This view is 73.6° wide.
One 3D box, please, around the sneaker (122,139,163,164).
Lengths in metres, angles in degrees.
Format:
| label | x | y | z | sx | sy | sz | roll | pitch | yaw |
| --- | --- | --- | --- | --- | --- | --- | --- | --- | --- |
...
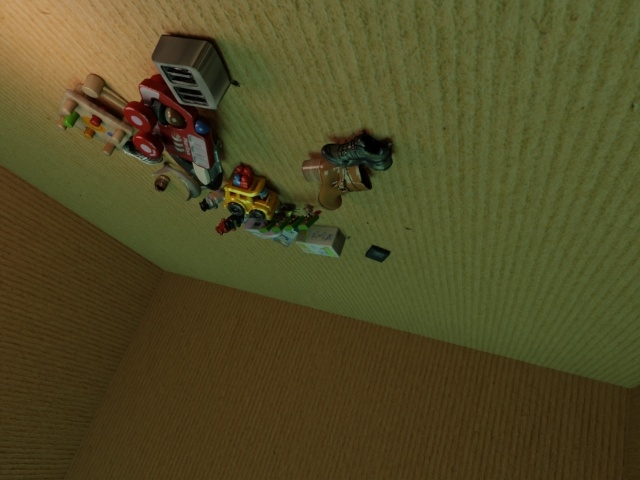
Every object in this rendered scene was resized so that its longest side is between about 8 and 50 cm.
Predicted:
| label | x | y | z | sx | sy | sz | roll | pitch | yaw |
| --- | --- | --- | --- | --- | --- | --- | --- | --- | --- |
| sneaker | -0.760 | -0.379 | 1.829 | 0.170 | 0.063 | 0.074 | 21 | 159 | -18 |

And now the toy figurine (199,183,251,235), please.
| label | x | y | z | sx | sy | sz | roll | pitch | yaw |
| --- | --- | --- | --- | --- | --- | --- | --- | --- | --- |
| toy figurine | -0.427 | -0.146 | 1.945 | 0.210 | 0.148 | 0.213 | 56 | 152 | -7 |

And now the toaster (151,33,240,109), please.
| label | x | y | z | sx | sy | sz | roll | pitch | yaw |
| --- | --- | --- | --- | --- | --- | --- | --- | --- | --- |
| toaster | -0.350 | -0.467 | 1.192 | 0.185 | 0.110 | 0.168 | 14 | 159 | 14 |

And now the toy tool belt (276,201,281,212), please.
| label | x | y | z | sx | sy | sz | roll | pitch | yaw |
| --- | --- | --- | --- | --- | --- | --- | --- | --- | --- |
| toy tool belt | -0.217 | -0.161 | 1.935 | 0.083 | 0.052 | 0.051 | 10 | 126 | 15 |

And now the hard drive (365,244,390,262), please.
| label | x | y | z | sx | sy | sz | roll | pitch | yaw |
| --- | --- | --- | --- | --- | --- | --- | --- | --- | --- |
| hard drive | 0.276 | 0.067 | 2.079 | 0.094 | 0.022 | 0.135 | 20 | 159 | -1 |

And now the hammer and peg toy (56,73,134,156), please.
| label | x | y | z | sx | sy | sz | roll | pitch | yaw |
| --- | --- | --- | --- | --- | --- | --- | --- | --- | --- |
| hammer and peg toy | -0.838 | -0.459 | 1.621 | 0.265 | 0.128 | 0.361 | 32 | 156 | -30 |

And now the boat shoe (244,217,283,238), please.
| label | x | y | z | sx | sy | sz | roll | pitch | yaw |
| --- | --- | --- | --- | --- | --- | --- | --- | --- | --- |
| boat shoe | -0.249 | -0.052 | 1.986 | 0.258 | 0.095 | 0.084 | 18 | 163 | 46 |

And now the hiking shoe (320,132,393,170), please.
| label | x | y | z | sx | sy | sz | roll | pitch | yaw |
| --- | --- | --- | --- | --- | --- | --- | --- | --- | --- |
| hiking shoe | 0.110 | -0.285 | 1.303 | 0.226 | 0.086 | 0.114 | 9 | 144 | 13 |

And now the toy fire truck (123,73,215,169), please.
| label | x | y | z | sx | sy | sz | roll | pitch | yaw |
| --- | --- | --- | --- | --- | --- | --- | --- | --- | --- |
| toy fire truck | -0.467 | -0.374 | 1.390 | 0.253 | 0.170 | 0.302 | 22 | 150 | 3 |

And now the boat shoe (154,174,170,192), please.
| label | x | y | z | sx | sy | sz | roll | pitch | yaw |
| --- | --- | --- | --- | --- | --- | --- | --- | --- | --- |
| boat shoe | -0.805 | -0.274 | 2.145 | 0.064 | 0.060 | 0.178 | 29 | 158 | -22 |

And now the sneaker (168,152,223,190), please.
| label | x | y | z | sx | sy | sz | roll | pitch | yaw |
| --- | --- | --- | --- | --- | --- | --- | --- | --- | --- |
| sneaker | -0.515 | -0.314 | 1.761 | 0.130 | 0.109 | 0.286 | 15 | 154 | 40 |

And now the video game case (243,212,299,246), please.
| label | x | y | z | sx | sy | sz | roll | pitch | yaw |
| --- | --- | --- | --- | --- | --- | --- | --- | --- | --- |
| video game case | -0.241 | -0.084 | 2.089 | 0.269 | 0.061 | 0.244 | 28 | 157 | -7 |

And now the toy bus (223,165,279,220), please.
| label | x | y | z | sx | sy | sz | roll | pitch | yaw |
| --- | --- | --- | --- | --- | --- | --- | --- | --- | --- |
| toy bus | -0.286 | -0.208 | 1.766 | 0.220 | 0.150 | 0.212 | 16 | 143 | 4 |

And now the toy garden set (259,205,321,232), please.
| label | x | y | z | sx | sy | sz | roll | pitch | yaw |
| --- | --- | --- | --- | --- | --- | --- | --- | --- | --- |
| toy garden set | -0.116 | -0.105 | 1.822 | 0.244 | 0.204 | 0.049 | -4 | 115 | 31 |

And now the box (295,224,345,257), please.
| label | x | y | z | sx | sy | sz | roll | pitch | yaw |
| --- | --- | --- | --- | --- | --- | --- | --- | --- | --- |
| box | 0.000 | 0.000 | 2.046 | 0.203 | 0.103 | 0.114 | 8 | 155 | 29 |

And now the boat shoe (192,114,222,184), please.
| label | x | y | z | sx | sy | sz | roll | pitch | yaw |
| --- | --- | --- | --- | --- | --- | --- | --- | --- | --- |
| boat shoe | -0.423 | -0.346 | 1.598 | 0.116 | 0.099 | 0.320 | 42 | 149 | 20 |

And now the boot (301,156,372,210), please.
| label | x | y | z | sx | sy | sz | roll | pitch | yaw |
| --- | --- | --- | --- | --- | --- | --- | --- | --- | --- |
| boot | 0.084 | -0.197 | 1.516 | 0.220 | 0.109 | 0.283 | 3 | 147 | 27 |

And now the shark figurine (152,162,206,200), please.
| label | x | y | z | sx | sy | sz | roll | pitch | yaw |
| --- | --- | --- | --- | --- | --- | --- | --- | --- | --- |
| shark figurine | -0.627 | -0.249 | 1.983 | 0.166 | 0.116 | 0.278 | 8 | 158 | 25 |
